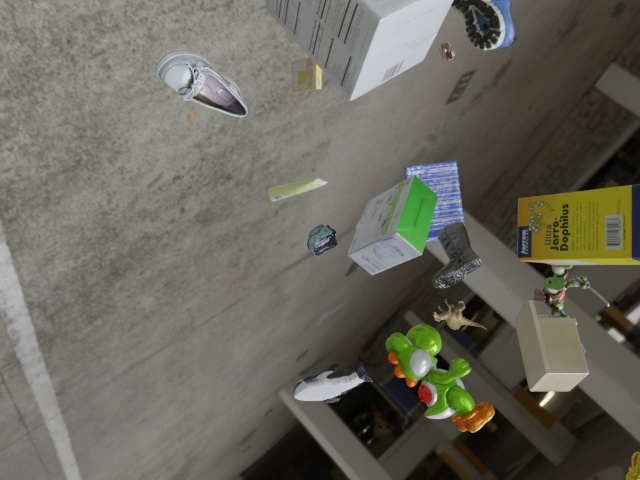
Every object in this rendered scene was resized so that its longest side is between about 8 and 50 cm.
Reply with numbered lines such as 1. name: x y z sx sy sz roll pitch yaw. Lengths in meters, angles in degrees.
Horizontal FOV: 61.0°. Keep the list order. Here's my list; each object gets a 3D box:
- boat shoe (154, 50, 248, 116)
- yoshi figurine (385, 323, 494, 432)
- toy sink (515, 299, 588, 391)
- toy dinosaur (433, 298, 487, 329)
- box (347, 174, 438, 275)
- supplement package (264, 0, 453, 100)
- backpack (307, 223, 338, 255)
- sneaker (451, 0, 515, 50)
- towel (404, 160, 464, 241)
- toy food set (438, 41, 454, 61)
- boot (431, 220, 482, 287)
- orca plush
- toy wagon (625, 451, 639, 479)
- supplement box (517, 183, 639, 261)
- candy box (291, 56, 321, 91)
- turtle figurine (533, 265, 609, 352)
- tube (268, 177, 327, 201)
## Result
1. boat shoe: -0.326 -0.436 1.545 0.118 0.103 0.320 -44 155 15
2. yoshi figurine: 0.370 0.396 1.668 0.203 0.362 0.203 -48 172 24
3. toy sink: 0.680 0.309 1.608 0.131 0.234 0.153 0 145 0
4. toy dinosaur: 0.432 0.241 1.724 0.053 0.183 0.093 118 -19 -55
5. box: 0.232 -0.049 1.763 0.231 0.126 0.262 -30 -152 46
6. supplement package: 0.064 -0.436 0.961 0.199 0.263 0.198 -34 166 -24
7. backpack: 0.000 0.000 2.162 0.114 0.084 0.105 -35 144 -19
8. sneaker: 0.450 -0.679 1.543 0.147 0.330 0.129 -9 165 -43
9. towel: 0.495 -0.169 2.348 0.243 0.336 0.040 -7 179 -8
10. toy food set: 0.486 -0.716 2.066 0.019 0.078 0.122 -28 -162 1
11. boot: 0.432 0.044 1.829 0.189 0.208 0.076 -30 131 10
12. orca plush: 0.034 0.418 1.706 0.287 0.151 0.102 -41 -153 39
13. toy wagon: 0.624 0.401 0.774 0.068 0.344 0.267 19 85 -33
14. supplement box: 0.770 -0.032 1.544 0.194 0.195 0.356 7 173 -36
15. candy box: -0.049 -0.553 1.816 0.027 0.206 0.105 -3 103 -25
16. turtle figurine: 0.890 0.193 1.918 0.197 0.275 0.266 -37 135 -1
17. tube: -0.094 -0.212 2.185 0.240 0.062 0.070 -12 -149 24
